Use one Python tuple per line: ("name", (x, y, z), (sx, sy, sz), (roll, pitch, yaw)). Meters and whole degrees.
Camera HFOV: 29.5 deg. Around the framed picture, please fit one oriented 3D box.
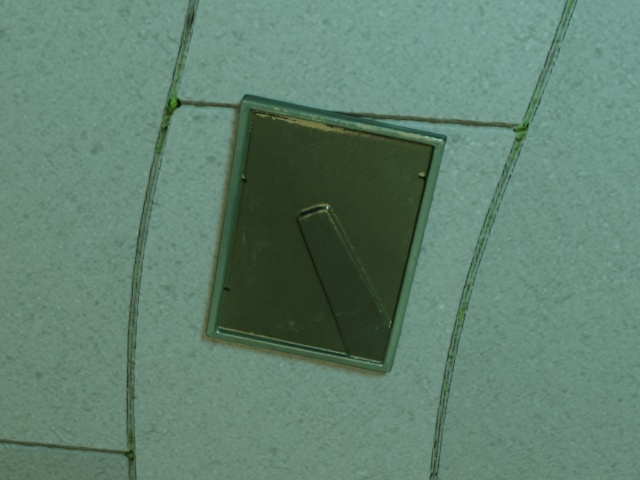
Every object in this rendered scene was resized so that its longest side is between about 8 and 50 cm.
("framed picture", (0.000, 0.000, 1.432), (0.241, 0.020, 0.324), (10, 118, 1))
